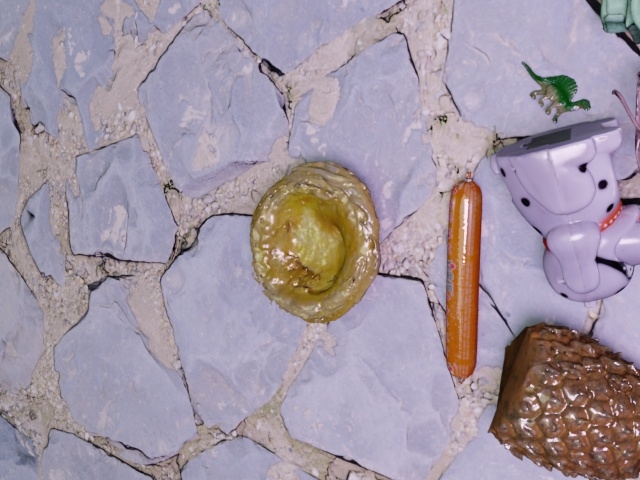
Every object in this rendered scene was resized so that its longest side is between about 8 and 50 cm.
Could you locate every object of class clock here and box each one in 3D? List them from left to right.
[{"bbox_3d":[0.359,-0.028,0.945,0.189,0.189,0.254,-16,99,34],"label":"clock"}]

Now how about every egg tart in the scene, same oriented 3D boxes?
[{"bbox_3d":[0.000,0.000,1.206,0.288,0.118,0.288,6,100,35],"label":"egg tart"}]

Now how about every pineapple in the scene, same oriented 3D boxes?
[{"bbox_3d":[0.420,0.257,0.944,0.362,0.202,0.202,22,109,14],"label":"pineapple"}]

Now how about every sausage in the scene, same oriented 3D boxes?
[{"bbox_3d":[0.229,0.064,1.102,0.053,0.053,0.348,6,100,33],"label":"sausage"}]

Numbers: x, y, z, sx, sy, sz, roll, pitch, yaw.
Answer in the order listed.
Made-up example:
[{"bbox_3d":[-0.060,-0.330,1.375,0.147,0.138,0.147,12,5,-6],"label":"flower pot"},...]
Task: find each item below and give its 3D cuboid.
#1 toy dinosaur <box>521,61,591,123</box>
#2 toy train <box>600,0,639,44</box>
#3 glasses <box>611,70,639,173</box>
[{"bbox_3d":[0.342,-0.223,1.007,0.060,0.029,0.120,-38,70,15],"label":"toy dinosaur"},{"bbox_3d":[0.492,-0.336,0.808,0.299,0.167,0.238,5,94,32],"label":"toy train"},{"bbox_3d":[0.454,-0.116,0.869,0.095,0.162,0.255,-36,74,44],"label":"glasses"}]
